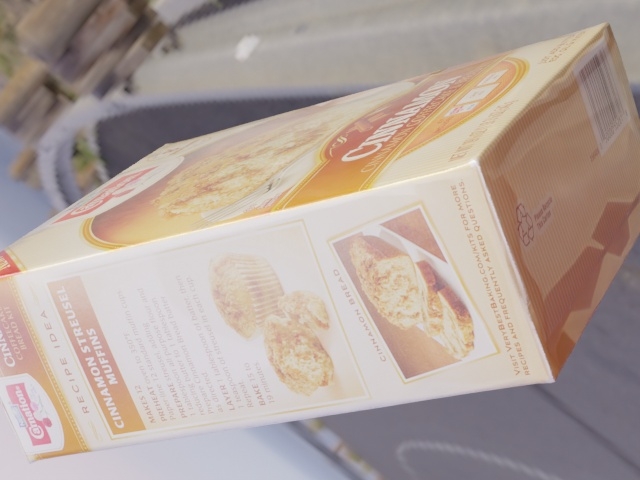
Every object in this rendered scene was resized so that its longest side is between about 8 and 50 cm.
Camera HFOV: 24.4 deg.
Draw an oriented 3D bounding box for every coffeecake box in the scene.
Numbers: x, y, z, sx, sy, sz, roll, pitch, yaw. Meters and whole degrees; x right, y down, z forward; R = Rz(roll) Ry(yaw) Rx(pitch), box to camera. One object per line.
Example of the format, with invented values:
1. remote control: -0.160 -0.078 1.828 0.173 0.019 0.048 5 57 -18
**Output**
1. coffeecake box: 0.000 0.000 0.482 0.185 0.142 0.068 -13 106 29
